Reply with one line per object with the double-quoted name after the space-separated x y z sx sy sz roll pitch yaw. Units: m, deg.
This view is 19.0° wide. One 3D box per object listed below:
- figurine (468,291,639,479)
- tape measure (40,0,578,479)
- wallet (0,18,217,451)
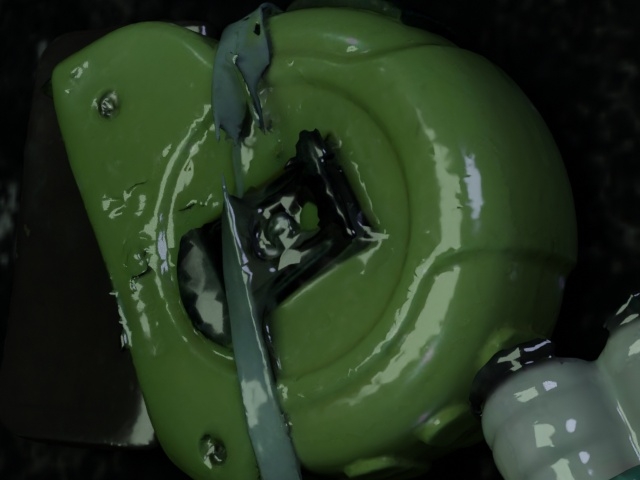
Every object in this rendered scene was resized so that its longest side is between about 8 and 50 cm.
0.118 0.126 0.471 0.138 0.110 0.245 -22 61 5 "figurine"
0.000 0.000 0.591 0.154 0.087 0.177 -26 71 24 "tape measure"
-0.078 -0.003 0.690 0.082 0.018 0.157 -1 80 35 "wallet"
